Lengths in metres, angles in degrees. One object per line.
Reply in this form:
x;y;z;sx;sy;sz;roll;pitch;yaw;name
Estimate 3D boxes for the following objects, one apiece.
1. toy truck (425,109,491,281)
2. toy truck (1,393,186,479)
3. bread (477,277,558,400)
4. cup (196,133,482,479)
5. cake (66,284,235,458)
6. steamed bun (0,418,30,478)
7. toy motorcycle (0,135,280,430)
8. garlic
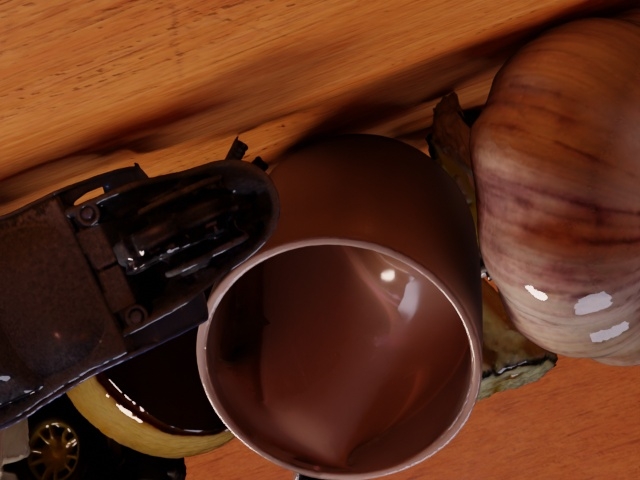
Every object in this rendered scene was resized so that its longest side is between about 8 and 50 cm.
0.125;-0.027;1.516;0.111;0.136;0.286;-24;173;5;toy truck
-0.316;0.237;1.548;0.405;0.254;0.180;9;170;26;toy truck
0.076;0.107;2.260;0.395;0.264;0.239;-19;163;-6;bread
0.018;0.063;1.285;0.191;0.253;0.200;9;-152;2;cup
-0.132;0.075;1.433;0.178;0.207;0.185;-19;-141;57;cake
-0.314;0.104;1.338;0.218;0.144;0.211;12;177;-21;steamed bun
-0.176;0.036;1.107;0.358;0.125;0.212;-24;-179;15;toy motorcycle
0.163;-0.052;1.222;0.253;0.245;0.245;21;-155;40;garlic
